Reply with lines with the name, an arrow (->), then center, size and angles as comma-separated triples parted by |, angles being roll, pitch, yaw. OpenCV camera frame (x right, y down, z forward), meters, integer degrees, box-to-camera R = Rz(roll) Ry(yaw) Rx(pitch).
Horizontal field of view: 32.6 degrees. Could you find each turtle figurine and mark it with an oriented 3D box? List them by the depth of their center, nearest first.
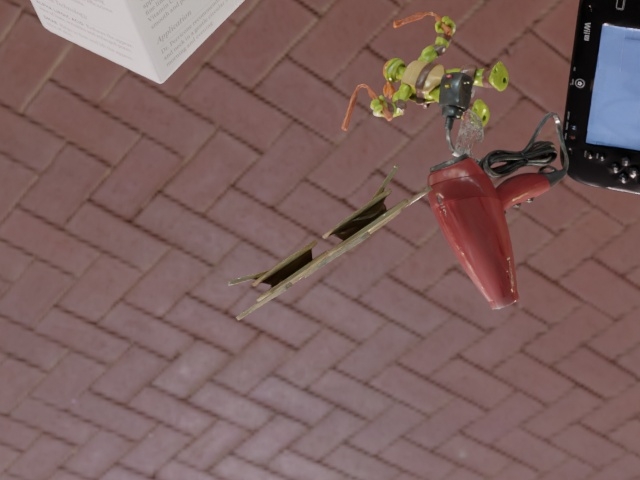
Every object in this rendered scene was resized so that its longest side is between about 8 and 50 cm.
turtle figurine -> 0.172, -0.242, 1.733 | 0.217, 0.269, 0.087 | 23, 153, 32

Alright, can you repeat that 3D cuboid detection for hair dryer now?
hair dryer -> 0.231, -0.058, 1.351 | 0.224, 0.293, 0.080 | 20, 160, -24

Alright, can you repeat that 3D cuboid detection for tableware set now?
tableware set -> 0.000, 0.000, 1.015 | 0.194, 0.128, 0.039 | -34, 91, 40

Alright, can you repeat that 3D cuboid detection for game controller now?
game controller -> 0.411, -0.203, 1.440 | 0.167, 0.067, 0.319 | 6, 126, 10

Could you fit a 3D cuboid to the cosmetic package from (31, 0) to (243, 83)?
cosmetic package -> -0.164, -0.264, 0.915 | 0.151, 0.151, 0.183 | 28, 154, 27
